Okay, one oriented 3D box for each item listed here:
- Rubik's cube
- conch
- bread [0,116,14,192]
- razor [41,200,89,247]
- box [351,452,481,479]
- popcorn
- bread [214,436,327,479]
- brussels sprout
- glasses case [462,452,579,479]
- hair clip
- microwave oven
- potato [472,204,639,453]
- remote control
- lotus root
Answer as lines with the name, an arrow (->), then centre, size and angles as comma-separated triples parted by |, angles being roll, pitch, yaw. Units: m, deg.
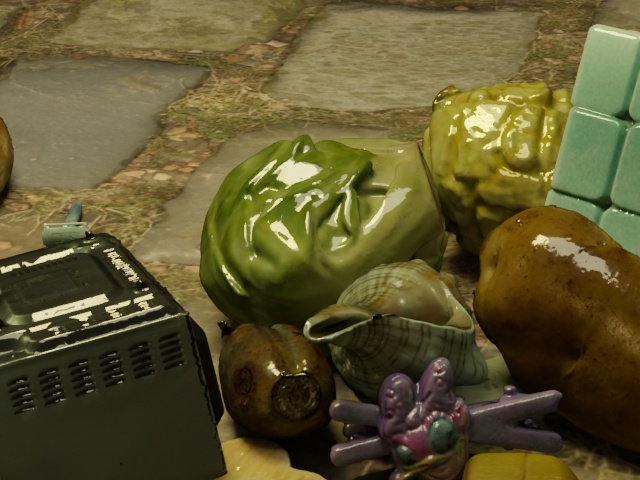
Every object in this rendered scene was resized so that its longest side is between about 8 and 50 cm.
Rubik's cube -> 0.492, -0.068, 2.002 | 0.321, 0.316, 0.318 | 18, 9, 36
conch -> 0.089, 0.123, 1.848 | 0.203, 0.170, 0.386 | 3, 14, 22
bread -> -0.577, -0.157, 2.522 | 0.192, 0.171, 0.314 | -30, 39, -35
razor -> -0.363, -0.028, 2.406 | 0.068, 0.040, 0.135 | -2, 21, 0
box -> 0.121, 0.298, 1.724 | 0.201, 0.042, 0.212 | -10, 27, -13
popcorn -> 0.258, -0.093, 2.224 | 0.237, 0.293, 0.293 | -2, 25, 25
bread -> -0.131, 0.305, 1.720 | 0.316, 0.054, 0.316 | -3, 28, 2
brussels sprout -> 0.000, 0.000, 2.070 | 0.328, 0.247, 0.328 | -6, 58, 10
glasses case -> 0.184, 0.351, 1.473 | 0.141, 0.173, 0.371 | 2, 30, 11
hair clip -> 0.146, 0.191, 1.764 | 0.278, 0.137, 0.090 | -3, 7, -27
microwave oven -> -0.284, 0.137, 1.795 | 0.286, 0.218, 0.355 | -17, 18, -14
potato -> 0.316, 0.113, 1.853 | 0.195, 0.176, 0.369 | -46, 66, -4
remote control -> 0.173, 0.184, 1.941 | 0.309, 0.038, 0.090 | -15, 30, -21
lotus root -> -0.051, 0.162, 1.883 | 0.124, 0.123, 0.241 | -7, 13, -10
